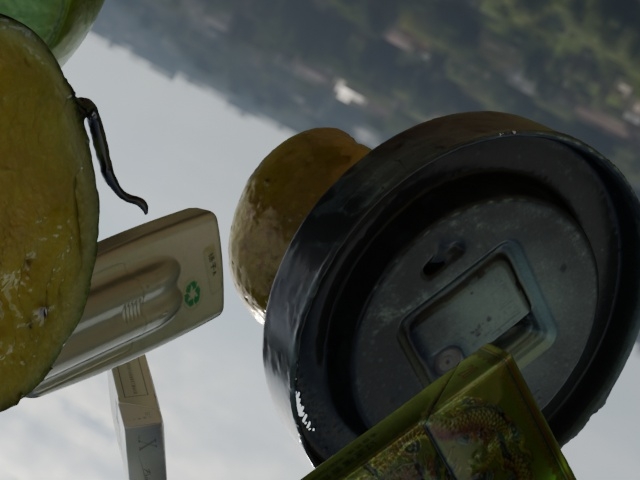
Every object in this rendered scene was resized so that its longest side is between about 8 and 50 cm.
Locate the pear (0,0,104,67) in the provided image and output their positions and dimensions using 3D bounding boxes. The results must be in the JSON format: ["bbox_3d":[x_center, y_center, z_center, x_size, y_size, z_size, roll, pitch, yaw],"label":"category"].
[{"bbox_3d":[-0.303,-0.286,1.741,0.238,0.342,0.318,26,-157,-6],"label":"pear"}]

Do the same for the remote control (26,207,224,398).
[{"bbox_3d":[-0.145,0.045,1.322,0.049,0.090,0.230,6,-161,33],"label":"remote control"}]

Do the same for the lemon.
[{"bbox_3d":[0.000,0.000,1.698,0.170,0.207,0.170,19,165,5],"label":"lemon"}]

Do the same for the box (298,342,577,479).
[{"bbox_3d":[0.041,0.229,1.293,0.173,0.311,0.043,61,166,-22],"label":"box"}]

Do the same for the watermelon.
[{"bbox_3d":[-0.211,-0.016,0.967,0.127,0.232,0.204,-5,129,29],"label":"watermelon"}]

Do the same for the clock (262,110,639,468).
[{"bbox_3d":[0.125,0.067,1.660,0.386,0.386,0.076,25,-171,-38],"label":"clock"}]

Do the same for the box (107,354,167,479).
[{"bbox_3d":[-0.168,0.161,1.675,0.040,0.084,0.154,-5,-152,-11],"label":"box"}]
